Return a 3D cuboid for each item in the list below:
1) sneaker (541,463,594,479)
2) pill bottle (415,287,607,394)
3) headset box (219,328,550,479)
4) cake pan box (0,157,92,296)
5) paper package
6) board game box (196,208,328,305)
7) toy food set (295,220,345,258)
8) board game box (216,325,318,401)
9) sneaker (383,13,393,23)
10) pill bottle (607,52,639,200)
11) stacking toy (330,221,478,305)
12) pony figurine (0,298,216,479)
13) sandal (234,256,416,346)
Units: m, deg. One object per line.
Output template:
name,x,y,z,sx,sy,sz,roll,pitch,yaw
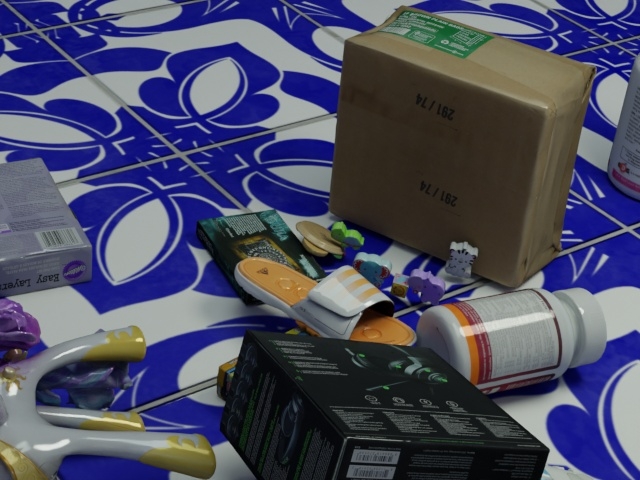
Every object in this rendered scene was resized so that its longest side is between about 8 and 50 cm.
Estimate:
sneaker,0.243,0.287,1.492,0.228,0.087,0.092,31,31,23
pill bottle,0.241,0.125,1.694,0.221,0.121,0.121,-9,36,-23
headset box,0.055,0.207,1.427,0.246,0.131,0.283,8,16,-29
cake pan box,-0.463,-0.015,1.828,0.266,0.070,0.246,-11,39,-26
paper package,0.197,-0.139,1.919,0.324,0.310,0.168,23,36,25
board game box,-0.082,0.021,1.879,0.126,0.026,0.186,-8,36,-25
toy food set,0.000,0.000,1.909,0.082,0.020,0.083,16,22,-40
board game box,-0.018,0.173,1.640,0.141,0.048,0.170,31,40,34
sneaker,0.116,-0.314,2.370,0.090,0.095,0.235,8,34,-2
pill bottle,0.560,-0.211,2.120,0.160,0.283,0.160,5,33,-3
stacking toy,0.105,0.049,1.822,0.221,0.052,0.167,15,37,2
pony figurine,-0.341,0.174,1.419,0.363,0.303,0.351,0,39,-38
sandal,0.002,0.065,1.697,0.265,0.076,0.102,26,33,24
